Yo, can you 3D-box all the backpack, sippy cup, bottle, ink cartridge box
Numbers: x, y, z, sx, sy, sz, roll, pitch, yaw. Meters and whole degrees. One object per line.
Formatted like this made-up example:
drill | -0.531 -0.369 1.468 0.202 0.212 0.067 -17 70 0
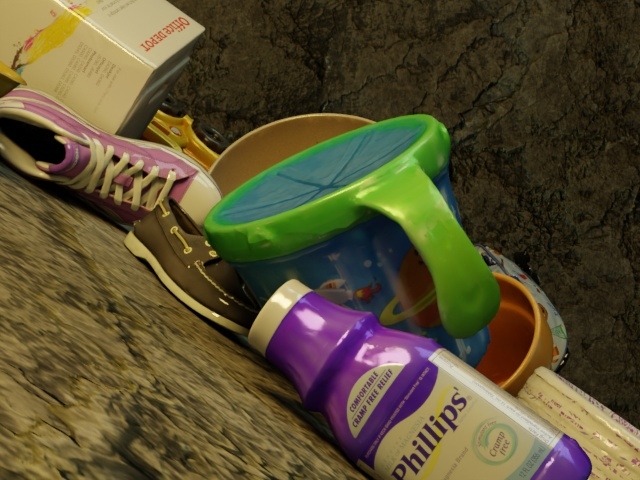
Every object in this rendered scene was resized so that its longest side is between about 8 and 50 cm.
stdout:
backpack | 0.250 0.148 1.975 0.213 0.276 0.263 27 12 -35
sippy cup | 0.042 0.033 1.165 0.305 0.240 0.224 -75 142 -70
bottle | 0.071 0.136 1.001 0.283 0.118 0.092 36 5 14
ink cartridge box | -0.320 -0.235 1.532 0.270 0.197 0.198 35 26 -2

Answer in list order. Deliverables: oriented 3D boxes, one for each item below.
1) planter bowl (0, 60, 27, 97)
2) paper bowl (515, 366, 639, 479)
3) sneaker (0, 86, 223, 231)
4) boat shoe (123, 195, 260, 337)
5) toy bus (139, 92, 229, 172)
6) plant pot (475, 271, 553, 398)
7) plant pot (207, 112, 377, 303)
planter bowl | -0.389 -0.171 1.175 0.217 0.090 0.217 34 2 -1
paper bowl | 0.288 0.260 1.222 0.284 0.148 0.284 35 1 -1
sneaker | -0.236 -0.070 1.375 0.282 0.102 0.161 23 7 -11
boat shoe | -0.123 0.022 1.267 0.081 0.068 0.228 34 2 -42
toy bus | -0.244 -0.115 1.815 0.220 0.149 0.211 37 15 -5
plant pot | 0.204 0.174 1.549 0.205 0.205 0.188 37 -13 49
plant pot | 0.000 0.000 1.626 0.284 0.284 0.191 36 -29 33
